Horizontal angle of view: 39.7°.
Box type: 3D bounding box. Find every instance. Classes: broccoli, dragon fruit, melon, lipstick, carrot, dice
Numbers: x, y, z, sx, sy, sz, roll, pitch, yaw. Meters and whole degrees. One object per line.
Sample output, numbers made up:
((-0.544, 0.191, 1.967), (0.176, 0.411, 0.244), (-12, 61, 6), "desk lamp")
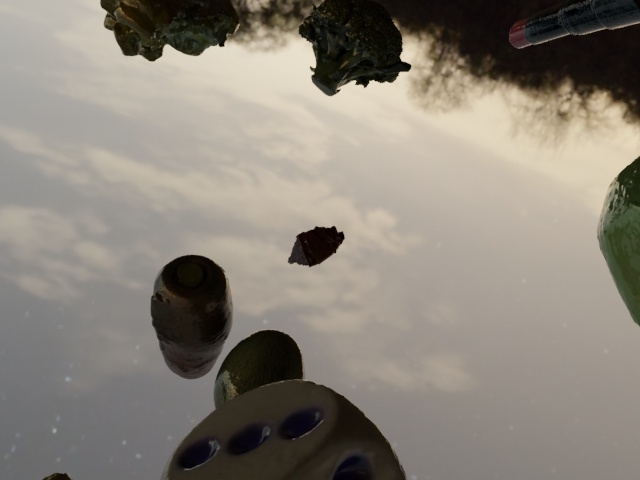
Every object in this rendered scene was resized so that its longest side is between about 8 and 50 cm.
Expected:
((0.036, -0.227, 1.040), (0.131, 0.120, 0.130), (41, 170, -23), "broccoli")
((-0.002, -0.003, 1.653), (0.131, 0.063, 0.097), (-26, -164, -34), "dragon fruit")
((-0.097, 0.233, 1.402), (0.139, 0.192, 0.139), (17, 162, 6), "melon")
((0.269, -0.231, 0.914), (0.054, 0.053, 0.234), (15, 177, -17), "lipstick")
((-0.209, 0.136, 1.470), (0.139, 0.301, 0.138), (2, -118, -3), "carrot")
((-0.049, 0.347, 1.167), (0.251, 0.243, 0.259), (-36, -156, -27), "dice")

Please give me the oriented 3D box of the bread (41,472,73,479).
((-0.439, 0.488, 1.521), (0.083, 0.157, 0.094), (-27, -167, -11), "bread")

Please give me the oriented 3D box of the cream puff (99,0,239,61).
((-0.260, -0.374, 1.412), (0.221, 0.194, 0.195), (-5, -149, -46), "cream puff")

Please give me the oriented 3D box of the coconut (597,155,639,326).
((0.515, 0.012, 1.076), (0.329, 0.281, 0.328), (6, -118, -12), "coconut")
